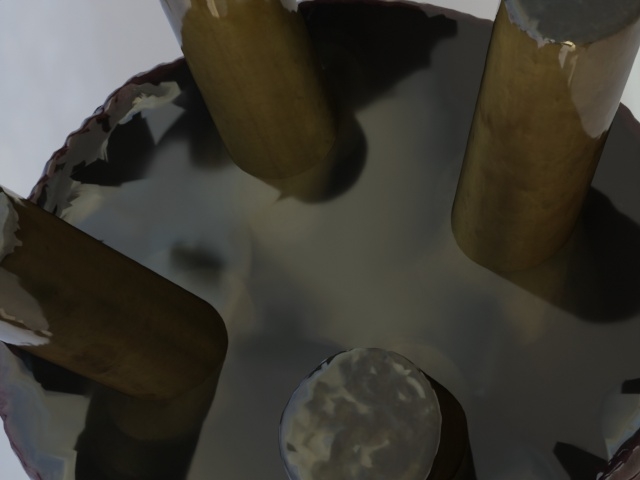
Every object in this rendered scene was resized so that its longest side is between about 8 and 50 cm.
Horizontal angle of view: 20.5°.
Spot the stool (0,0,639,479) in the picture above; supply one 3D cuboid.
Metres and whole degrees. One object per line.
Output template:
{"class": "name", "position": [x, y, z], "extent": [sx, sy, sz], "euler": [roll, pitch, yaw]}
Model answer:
{"class": "stool", "position": [0.000, 0.000, 0.614], "extent": [0.178, 0.272, 0.272], "euler": [67, -159, -61]}
